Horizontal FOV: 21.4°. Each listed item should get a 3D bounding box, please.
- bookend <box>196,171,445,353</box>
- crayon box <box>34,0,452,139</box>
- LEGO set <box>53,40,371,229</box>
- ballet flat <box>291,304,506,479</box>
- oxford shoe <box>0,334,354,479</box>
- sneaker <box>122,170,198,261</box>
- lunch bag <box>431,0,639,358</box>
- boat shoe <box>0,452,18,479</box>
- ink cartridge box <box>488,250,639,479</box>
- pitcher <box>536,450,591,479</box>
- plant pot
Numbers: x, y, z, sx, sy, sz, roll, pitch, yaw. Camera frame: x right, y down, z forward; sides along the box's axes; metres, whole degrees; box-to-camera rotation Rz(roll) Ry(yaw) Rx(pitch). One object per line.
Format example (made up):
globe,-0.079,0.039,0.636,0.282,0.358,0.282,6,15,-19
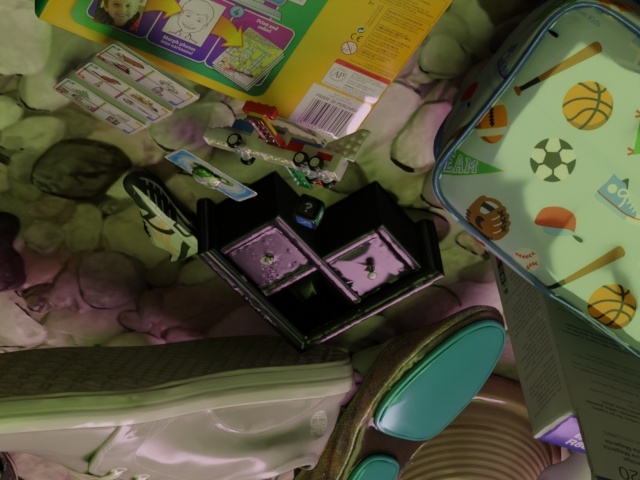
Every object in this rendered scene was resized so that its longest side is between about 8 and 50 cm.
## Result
bookend,0.000,0.000,1.488,0.157,0.072,0.156,-29,128,19
crayon box,-0.057,-0.200,1.292,0.278,0.081,0.165,21,127,-23
LEGO set,-0.077,-0.091,1.350,0.244,0.060,0.182,32,163,-17
ballet flat,0.050,0.168,1.608,0.107,0.106,0.316,27,104,-43
oxford shoe,-0.161,0.161,1.474,0.449,0.169,0.130,0,102,-37
sneaker,-0.141,-0.017,1.480,0.044,0.040,0.109,-26,129,20
lunch bag,0.259,-0.055,1.370,0.303,0.115,0.243,36,108,-7
boat shoe,-0.333,0.225,1.676,0.056,0.049,0.152,-7,133,0
ink cartridge box,0.319,0.141,1.474,0.324,0.330,0.071,19,128,-21
pitcher,0.321,0.202,1.680,0.207,0.178,0.125,-39,87,10
plant pot,0.131,0.251,1.706,0.237,0.110,0.237,-3,134,-3
